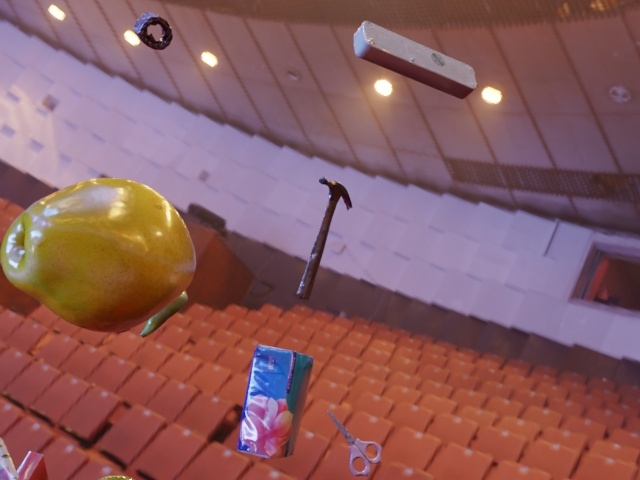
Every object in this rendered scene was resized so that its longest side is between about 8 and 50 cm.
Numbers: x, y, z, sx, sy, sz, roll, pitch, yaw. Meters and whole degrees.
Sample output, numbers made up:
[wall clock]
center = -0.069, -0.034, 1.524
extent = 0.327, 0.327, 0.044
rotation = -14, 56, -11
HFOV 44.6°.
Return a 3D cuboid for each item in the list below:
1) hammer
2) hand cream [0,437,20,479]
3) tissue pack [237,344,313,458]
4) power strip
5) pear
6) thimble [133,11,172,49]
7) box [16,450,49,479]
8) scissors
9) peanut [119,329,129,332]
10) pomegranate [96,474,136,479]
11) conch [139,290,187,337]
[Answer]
[hammer]
center = -0.001, 0.000, 1.869
extent = 0.027, 0.297, 0.125
rotation = 6, -15, 47
[hand cream]
center = -0.632, 0.459, 1.533
extent = 0.234, 0.080, 0.050
rotation = 38, -22, 50
[tissue pack]
center = -0.108, 0.409, 1.982
extent = 0.137, 0.269, 0.209
rotation = 8, -12, 12
[power strip]
center = 0.263, -0.469, 2.069
extent = 0.385, 0.091, 0.062
rotation = 16, -37, -26
[pear]
center = -0.489, 0.030, 1.771
extent = 0.419, 0.362, 0.362
rotation = 12, -7, -39
[thimble]
center = -0.483, -0.608, 2.267
extent = 0.104, 0.095, 0.066
rotation = 20, 14, -36
[box]
center = -0.851, 0.717, 2.294
extent = 0.048, 0.112, 0.175
rotation = 12, -51, 6
[scissors]
center = 0.076, 0.499, 1.951
extent = 0.189, 0.100, 0.015
rotation = 51, -23, -1
[peanut]
center = -0.563, 0.154, 2.210
extent = 0.108, 0.225, 0.095
rotation = 6, -32, -14
[pomegranate]
center = -0.449, 0.570, 1.612
extent = 0.211, 0.179, 0.179
rotation = 23, -15, -32
[conch]
center = -0.409, 0.172, 2.078
extent = 0.080, 0.200, 0.095
rotation = 35, -5, 9
